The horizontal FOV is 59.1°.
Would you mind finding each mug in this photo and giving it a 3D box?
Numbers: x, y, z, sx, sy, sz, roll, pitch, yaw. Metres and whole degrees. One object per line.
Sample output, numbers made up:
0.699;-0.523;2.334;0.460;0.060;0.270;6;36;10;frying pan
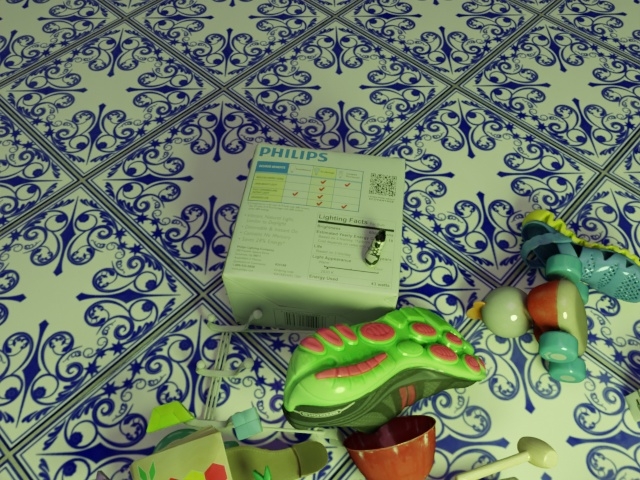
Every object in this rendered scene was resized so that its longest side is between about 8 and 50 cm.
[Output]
-0.248;0.416;1.075;0.129;0.097;0.158;32;62;19;mug

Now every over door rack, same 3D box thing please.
-0.101;0.274;1.167;0.324;0.108;0.239;6;57;3;over door rack

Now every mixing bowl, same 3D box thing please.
0.143;0.406;1.062;0.181;0.181;0.098;-15;86;-11;mixing bowl

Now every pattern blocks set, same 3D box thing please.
-0.241;0.428;0.990;0.325;0.026;0.285;-12;70;4;pattern blocks set

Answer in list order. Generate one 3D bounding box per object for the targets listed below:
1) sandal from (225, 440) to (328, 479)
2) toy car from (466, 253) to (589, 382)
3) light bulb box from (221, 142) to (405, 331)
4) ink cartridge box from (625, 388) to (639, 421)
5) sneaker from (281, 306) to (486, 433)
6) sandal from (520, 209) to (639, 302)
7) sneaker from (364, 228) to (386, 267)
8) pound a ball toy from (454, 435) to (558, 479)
-0.107;0.438;1.080;0.240;0.079;0.088;-1;59;-23;sandal
0.443;0.167;1.228;0.238;0.210;0.219;-2;56;32;toy car
0.000;0.000;1.277;0.358;0.225;0.361;7;56;4;light bulb box
0.696;0.316;1.130;0.099;0.135;0.056;-6;60;-4;ink cartridge box
0.125;0.256;1.103;0.483;0.202;0.185;3;41;-33;sneaker
0.590;0.055;1.302;0.317;0.126;0.138;30;46;28;sandal
0.109;0.013;1.116;0.032;0.037;0.083;19;60;8;sneaker
0.255;0.472;1.002;0.319;0.136;0.208;-10;93;-7;pound a ball toy
